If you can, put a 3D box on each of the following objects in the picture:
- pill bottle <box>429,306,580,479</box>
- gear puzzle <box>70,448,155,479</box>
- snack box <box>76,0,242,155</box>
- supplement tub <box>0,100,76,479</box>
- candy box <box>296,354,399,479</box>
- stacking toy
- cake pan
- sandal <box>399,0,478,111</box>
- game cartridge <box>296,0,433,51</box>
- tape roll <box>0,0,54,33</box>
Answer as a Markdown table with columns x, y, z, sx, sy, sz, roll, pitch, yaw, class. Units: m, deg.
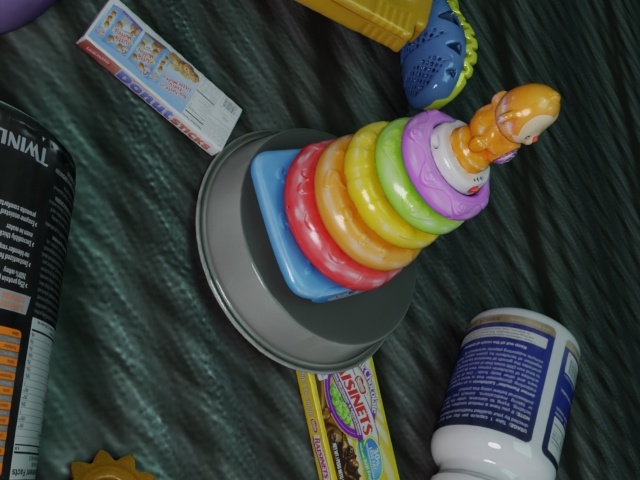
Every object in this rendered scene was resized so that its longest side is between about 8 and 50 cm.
| x | y | z | sx | sy | sz | roll | pitch | yaw | class |
| --- | --- | --- | --- | --- | --- | --- | --- | --- | --- |
| 0.226 | 0.228 | 0.922 | 0.153 | 0.153 | 0.264 | 45 | 52 | -24 | pill bottle |
| -0.233 | 0.286 | 0.530 | 0.176 | 0.044 | 0.339 | 32 | 41 | -1 | gear puzzle |
| -0.162 | -0.168 | 0.768 | 0.178 | 0.022 | 0.064 | 40 | 55 | -28 | snack box |
| -0.274 | 0.073 | 0.475 | 0.194 | 0.194 | 0.315 | 18 | 66 | -39 | supplement tub |
| 0.029 | 0.195 | 0.836 | 0.105 | 0.027 | 0.205 | -8 | 83 | -46 | candy box |
| 0.093 | -0.061 | 0.684 | 0.175 | 0.302 | 0.165 | -11 | 79 | -45 | stacking toy |
| 0.000 | 0.000 | 0.826 | 0.293 | 0.054 | 0.293 | 18 | 60 | -35 | cake pan |
| 0.130 | -0.323 | 1.028 | 0.138 | 0.126 | 0.317 | 14 | 61 | -33 | sandal |
| 0.007 | -0.409 | 0.909 | 0.324 | 0.053 | 0.285 | 23 | 61 | -14 | game cartridge |
| -0.321 | -0.316 | 0.618 | 0.275 | 0.090 | 0.274 | 15 | 67 | -40 | tape roll |
